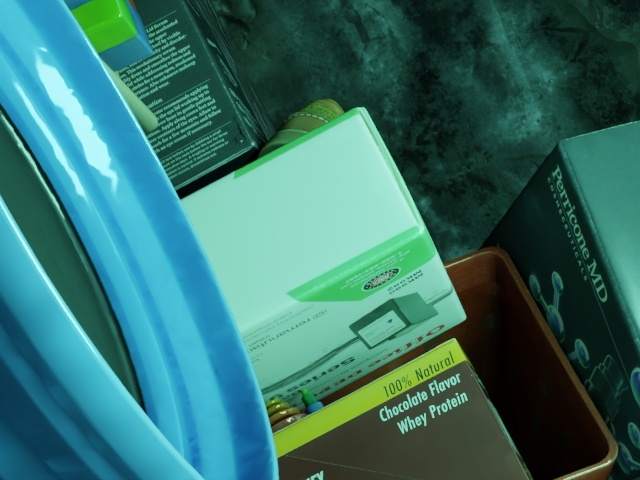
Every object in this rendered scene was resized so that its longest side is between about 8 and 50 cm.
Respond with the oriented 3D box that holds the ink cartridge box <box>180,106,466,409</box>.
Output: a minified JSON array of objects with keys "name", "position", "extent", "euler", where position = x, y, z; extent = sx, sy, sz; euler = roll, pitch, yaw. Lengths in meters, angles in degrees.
[{"name":"ink cartridge box","position":[-0.006,0.033,1.104],"extent":[0.121,0.211,0.289],"euler":[63,4,21]}]

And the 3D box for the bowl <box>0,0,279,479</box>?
[{"name":"bowl","position":[-0.145,-0.020,0.675],"extent":[0.391,0.077,0.391],"euler":[62,4,-8]}]

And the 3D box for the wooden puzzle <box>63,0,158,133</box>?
[{"name":"wooden puzzle","position":[-0.247,-0.289,1.148],"extent":[0.348,0.080,0.322],"euler":[63,4,17]}]

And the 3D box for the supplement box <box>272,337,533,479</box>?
[{"name":"supplement box","position":[0.077,0.219,1.060],"extent":[0.194,0.191,0.129],"euler":[63,4,26]}]

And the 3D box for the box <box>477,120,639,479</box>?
[{"name":"box","position":[0.320,0.085,1.316],"extent":[0.395,0.212,0.293],"euler":[112,-37,-68]}]

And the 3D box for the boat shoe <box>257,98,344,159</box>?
[{"name":"boat shoe","position":[0.000,0.000,1.354],"extent":[0.104,0.111,0.307],"euler":[-57,159,-46]}]

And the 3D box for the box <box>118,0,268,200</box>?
[{"name":"box","position":[-0.136,-0.138,1.342],"extent":[0.207,0.108,0.153],"euler":[63,4,16]}]

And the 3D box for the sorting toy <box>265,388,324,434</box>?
[{"name":"sorting toy","position":[-0.023,0.159,1.141],"extent":[0.042,0.061,0.102],"euler":[59,1,25]}]

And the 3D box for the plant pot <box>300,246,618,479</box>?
[{"name":"plant pot","position":[0.116,0.212,1.318],"extent":[0.236,0.267,0.267],"euler":[77,-9,-51]}]
